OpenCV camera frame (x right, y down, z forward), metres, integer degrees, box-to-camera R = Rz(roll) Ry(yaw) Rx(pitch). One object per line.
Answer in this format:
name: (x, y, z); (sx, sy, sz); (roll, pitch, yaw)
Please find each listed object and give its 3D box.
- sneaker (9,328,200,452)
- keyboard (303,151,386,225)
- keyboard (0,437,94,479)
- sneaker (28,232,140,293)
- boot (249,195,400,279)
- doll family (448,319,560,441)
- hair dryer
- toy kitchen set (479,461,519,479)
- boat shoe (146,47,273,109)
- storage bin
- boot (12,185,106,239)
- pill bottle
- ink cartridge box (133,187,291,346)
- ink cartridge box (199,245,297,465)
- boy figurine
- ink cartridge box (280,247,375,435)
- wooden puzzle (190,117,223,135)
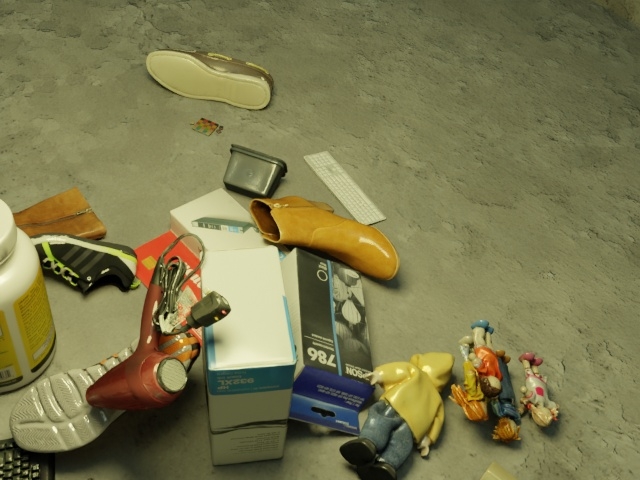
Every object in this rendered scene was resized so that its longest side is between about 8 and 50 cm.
sneaker: (-0.338, 0.251, 1.191); (0.321, 0.180, 0.124); (-25, 80, -1)
keyboard: (0.055, -0.126, 1.690); (0.072, 0.014, 0.256); (-21, 55, -27)
keyboard: (-0.424, 0.435, 1.072); (0.201, 0.033, 0.317); (-5, 50, -15)
sneaker: (-0.460, 0.050, 1.363); (0.235, 0.084, 0.097); (8, 63, -23)
boot: (0.000, -0.001, 1.464); (0.211, 0.104, 0.295); (-4, 32, -45)
doll family: (0.319, 0.272, 1.295); (0.263, 0.118, 0.163); (31, 43, -33)
hair dryer: (-0.241, 0.148, 1.055); (0.080, 0.293, 0.223); (38, 7, -33)
toy kitchen set: (0.261, 0.481, 1.138); (0.122, 0.166, 0.207); (36, 15, 21)
boat shoe: (-0.281, -0.429, 1.841); (0.324, 0.116, 0.097); (14, 42, -3)
storage bin: (-0.155, -0.146, 1.626); (0.135, 0.098, 0.091); (20, 75, 7)
boot: (-0.618, -0.058, 1.446); (0.280, 0.096, 0.264); (-29, 58, -33)
pill bottle: (-0.546, 0.087, 1.161); (0.188, 0.334, 0.188); (6, 47, -6)
ink cartridge box: (-0.215, 0.045, 1.447); (0.261, 0.066, 0.296); (-31, 59, -34)
ink cartridge box: (-0.126, 0.193, 1.162); (0.129, 0.307, 0.223); (-4, 49, -11)
boy figurine: (0.146, 0.286, 1.261); (0.177, 0.092, 0.285); (49, 49, -8)
ink cartridge box: (0.012, 0.179, 1.315); (0.165, 0.065, 0.332); (22, 45, -30)
wooden puzzle: (-0.285, -0.282, 1.774); (0.083, 0.006, 0.049); (24, 48, 11)
